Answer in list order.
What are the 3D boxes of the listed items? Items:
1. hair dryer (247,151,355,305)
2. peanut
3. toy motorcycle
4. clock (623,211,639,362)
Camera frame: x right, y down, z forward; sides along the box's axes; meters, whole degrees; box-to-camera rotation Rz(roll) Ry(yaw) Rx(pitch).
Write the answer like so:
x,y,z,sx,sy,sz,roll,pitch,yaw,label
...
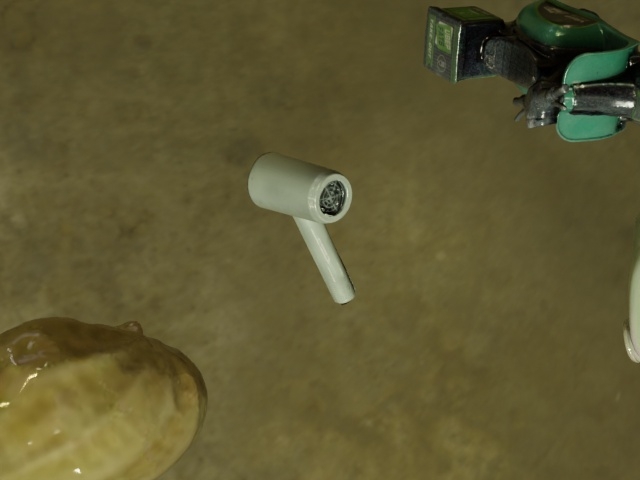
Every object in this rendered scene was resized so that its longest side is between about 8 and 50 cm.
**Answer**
x,y,z,sx,sy,sz,roll,pitch,yaw,label
0.000,0.000,1.758,0.131,0.073,0.236,19,140,45,hair dryer
-0.253,0.167,1.124,0.158,0.340,0.174,48,153,34,peanut
0.139,-0.096,0.782,0.100,0.173,0.058,-9,118,-24,toy motorcycle
0.516,0.085,1.738,0.265,0.108,0.324,3,141,5,clock
